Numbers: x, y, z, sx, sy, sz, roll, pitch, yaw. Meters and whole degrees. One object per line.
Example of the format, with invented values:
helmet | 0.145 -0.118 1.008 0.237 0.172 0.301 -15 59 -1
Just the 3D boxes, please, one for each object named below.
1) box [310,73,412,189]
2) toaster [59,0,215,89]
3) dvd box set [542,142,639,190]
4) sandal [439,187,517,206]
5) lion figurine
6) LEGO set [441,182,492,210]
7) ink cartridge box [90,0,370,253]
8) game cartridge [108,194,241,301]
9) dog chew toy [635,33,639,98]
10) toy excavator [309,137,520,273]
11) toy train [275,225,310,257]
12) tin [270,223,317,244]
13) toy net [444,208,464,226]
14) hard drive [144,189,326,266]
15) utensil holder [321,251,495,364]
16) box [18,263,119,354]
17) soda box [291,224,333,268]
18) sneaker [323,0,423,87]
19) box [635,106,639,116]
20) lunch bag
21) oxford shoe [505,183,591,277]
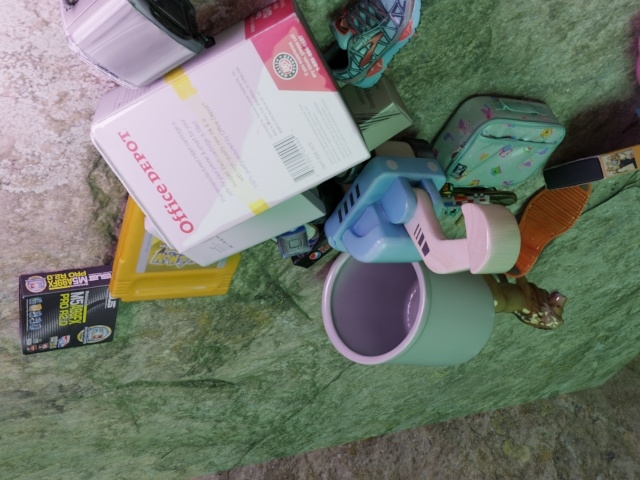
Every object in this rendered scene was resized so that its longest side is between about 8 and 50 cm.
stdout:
box | 0.035 -0.216 1.634 0.275 0.113 0.094 -33 146 18
toaster | -0.283 -0.326 1.239 0.146 0.129 0.227 -29 152 20
dvd box set | 0.807 -0.216 2.033 0.420 0.062 0.307 -16 -179 -9
sandal | 0.368 -0.122 1.994 0.219 0.060 0.090 6 168 25
lion figurine | 0.554 0.165 2.452 0.392 0.240 0.142 1 143 -33
LEGO set | 0.282 -0.085 1.930 0.182 0.060 0.244 6 169 -20
ink cartridge box | -0.151 -0.195 1.395 0.384 0.160 0.279 -26 120 8
game cartridge | -0.297 0.007 1.787 0.285 0.053 0.324 -3 133 -29
dog chew toy | 0.784 -0.374 1.780 0.206 0.207 0.332 -31 140 17
toy excavator | 0.188 -0.039 1.680 0.222 0.445 0.433 -1 145 -32
toy train | -0.075 -0.056 1.791 0.080 0.105 0.184 -17 125 -11
tin | -0.081 -0.035 1.930 0.106 0.040 0.189 -27 150 19
toy net | 0.346 -0.093 2.107 0.232 0.045 0.122 -20 121 -8
hard drive | -0.171 -0.050 1.662 0.307 0.040 0.203 -23 145 21
utensil holder | 0.249 0.180 2.203 0.327 0.328 0.385 -39 147 28
box | -0.585 0.163 1.905 0.216 0.060 0.270 -6 147 -24
soda box | 0.000 0.000 2.018 0.169 0.053 0.060 -38 146 26
sneaker | 0.083 -0.366 1.427 0.125 0.104 0.262 0 144 -29
box | 0.900 -0.365 1.988 0.100 0.060 0.244 8 139 -41
lunch bag | 0.402 -0.222 1.857 0.279 0.108 0.224 -2 146 -32
oxford shoe | 0.629 -0.058 2.298 0.364 0.130 0.132 -54 170 34
